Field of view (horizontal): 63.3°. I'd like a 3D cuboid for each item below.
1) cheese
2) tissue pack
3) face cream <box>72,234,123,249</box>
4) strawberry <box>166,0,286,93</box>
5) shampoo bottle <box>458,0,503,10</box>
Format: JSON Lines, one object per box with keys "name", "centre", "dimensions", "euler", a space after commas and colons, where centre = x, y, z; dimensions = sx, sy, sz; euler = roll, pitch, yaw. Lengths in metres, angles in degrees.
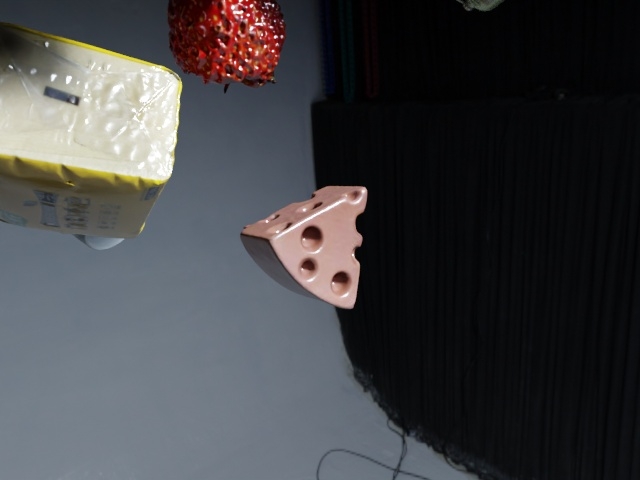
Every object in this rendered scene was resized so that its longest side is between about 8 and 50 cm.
{"name": "cheese", "centre": [-0.006, 0.027, 0.869], "dimensions": [0.202, 0.177, 0.128], "euler": [-30, 21, -30]}
{"name": "tissue pack", "centre": [-0.426, -0.152, 0.903], "dimensions": [0.293, 0.229, 0.382], "euler": [9, -15, -24]}
{"name": "face cream", "centre": [-0.609, -0.104, 1.383], "dimensions": [0.187, 0.201, 0.201], "euler": [34, 29, 14]}
{"name": "strawberry", "centre": [-0.181, -0.437, 1.004], "dimensions": [0.260, 0.258, 0.261], "euler": [13, 33, -9]}
{"name": "shampoo bottle", "centre": [0.327, -0.488, 0.985], "dimensions": [0.079, 0.079, 0.162], "euler": [-10, -3, -20]}
